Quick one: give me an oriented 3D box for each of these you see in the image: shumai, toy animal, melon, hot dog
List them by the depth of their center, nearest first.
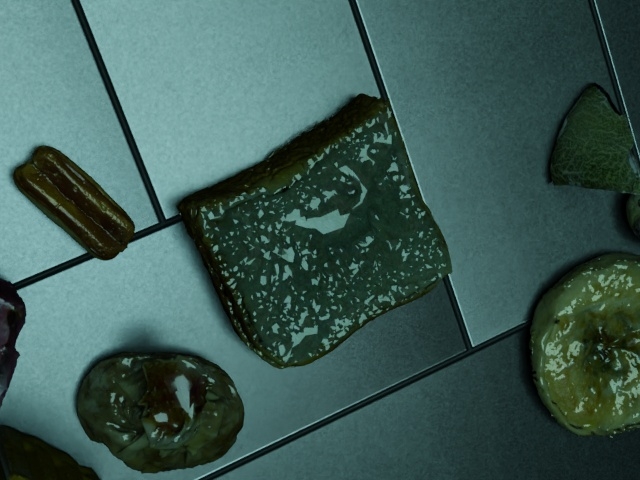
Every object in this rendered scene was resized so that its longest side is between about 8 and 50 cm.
[{"bbox_3d":[-0.292,-0.043,1.431,0.165,0.045,0.071,44,81,-19],"label":"hot dog"},{"bbox_3d":[-0.186,0.214,1.454,0.209,0.153,0.161,24,82,-17],"label":"shumai"},{"bbox_3d":[0.379,-0.112,1.628,0.139,0.202,0.093,-34,132,23],"label":"melon"},{"bbox_3d":[0.488,-0.022,1.679,0.098,0.098,0.137,-22,105,-15],"label":"toy animal"}]

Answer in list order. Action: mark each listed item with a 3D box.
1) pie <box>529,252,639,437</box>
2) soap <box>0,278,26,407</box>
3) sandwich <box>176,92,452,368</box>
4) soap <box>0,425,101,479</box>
[{"bbox_3d":[0.418,0.152,1.700,0.274,0.055,0.274,-3,98,-18],"label":"pie"},{"bbox_3d":[-0.433,0.180,1.344,0.112,0.182,0.289,23,94,-21],"label":"soap"},{"bbox_3d":[0.000,0.000,1.511,0.301,0.099,0.271,-31,106,-14],"label":"sandwich"},{"bbox_3d":[-0.309,0.305,1.360,0.160,0.257,0.080,33,86,-20],"label":"soap"}]
